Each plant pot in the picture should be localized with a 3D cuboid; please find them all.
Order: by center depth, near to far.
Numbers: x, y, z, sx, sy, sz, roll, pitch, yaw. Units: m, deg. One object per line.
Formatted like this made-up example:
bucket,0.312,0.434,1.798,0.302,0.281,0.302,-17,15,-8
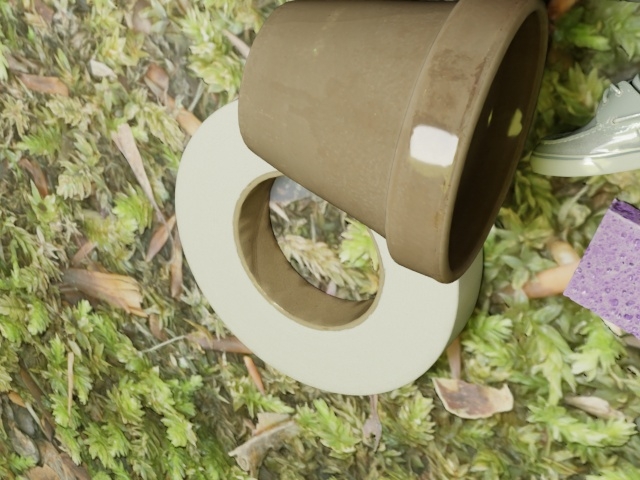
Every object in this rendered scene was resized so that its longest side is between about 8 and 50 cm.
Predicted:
plant pot,0.055,-0.117,0.882,0.229,0.263,0.263,19,126,17

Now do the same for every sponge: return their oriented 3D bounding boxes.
sponge,0.351,0.060,0.947,0.210,0.031,0.117,32,130,16

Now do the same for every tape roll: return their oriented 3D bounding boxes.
tape roll,0.000,0.000,1.141,0.392,0.072,0.392,17,124,28

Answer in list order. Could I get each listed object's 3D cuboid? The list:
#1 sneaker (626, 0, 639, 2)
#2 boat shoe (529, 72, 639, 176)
sneaker,0.172,-0.268,0.796,0.279,0.107,0.118,4,113,-5
boat shoe,0.292,-0.110,0.867,0.228,0.079,0.081,-8,101,34
